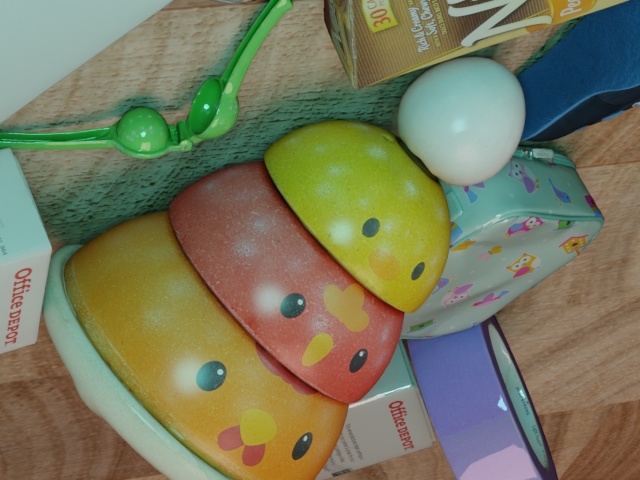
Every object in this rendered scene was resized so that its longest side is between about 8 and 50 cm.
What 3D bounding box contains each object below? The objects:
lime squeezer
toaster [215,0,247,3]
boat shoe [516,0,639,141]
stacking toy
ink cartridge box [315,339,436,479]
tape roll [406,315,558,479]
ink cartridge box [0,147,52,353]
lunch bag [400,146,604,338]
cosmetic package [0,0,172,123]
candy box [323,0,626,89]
[{"bbox_3d":[-0.144,-0.116,1.641,0.310,0.059,0.110,-23,152,13],"label":"lime squeezer"},{"bbox_3d":[-0.067,-0.271,1.329,0.146,0.129,0.227,11,135,-48],"label":"toaster"},{"bbox_3d":[0.280,-0.173,1.750,0.089,0.109,0.258,-2,166,-40],"label":"boat shoe"},{"bbox_3d":[0.000,0.000,1.757,0.480,0.350,0.350,-45,145,13],"label":"stacking toy"},{"bbox_3d":[-0.023,0.206,2.220,0.289,0.121,0.211,-17,152,1],"label":"ink cartridge box"},{"bbox_3d":[0.191,0.197,2.159,0.090,0.275,0.275,-22,152,9],"label":"tape roll"},{"bbox_3d":[-0.389,0.043,1.646,0.273,0.115,0.198,-17,157,-21],"label":"ink cartridge box"},{"bbox_3d":[0.144,-0.001,1.939,0.224,0.108,0.279,8,143,-47],"label":"lunch bag"},{"bbox_3d":[-0.258,-0.196,1.265,0.365,0.197,0.155,-28,150,30],"label":"cosmetic package"},{"bbox_3d":[0.158,-0.250,1.507,0.316,0.087,0.183,-19,151,-7],"label":"candy box"}]
